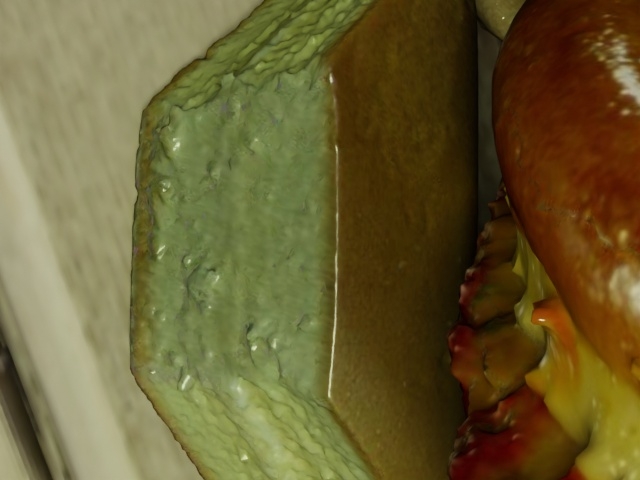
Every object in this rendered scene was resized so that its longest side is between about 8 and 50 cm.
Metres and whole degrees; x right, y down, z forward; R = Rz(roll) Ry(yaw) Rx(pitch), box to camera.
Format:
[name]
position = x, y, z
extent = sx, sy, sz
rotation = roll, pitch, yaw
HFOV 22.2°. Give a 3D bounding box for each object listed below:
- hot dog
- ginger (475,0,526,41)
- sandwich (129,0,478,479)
[hot dog]
position = 0.149, 0.028, 0.477
extent = 0.405, 0.223, 0.185
rotation = -80, 178, -62
[ginger]
position = 0.076, -0.142, 0.649
extent = 0.089, 0.075, 0.288
rotation = -17, 96, -46
[sandwich]
position = 0.000, 0.000, 0.560
extent = 0.096, 0.094, 0.258
rotation = 6, 84, -45
